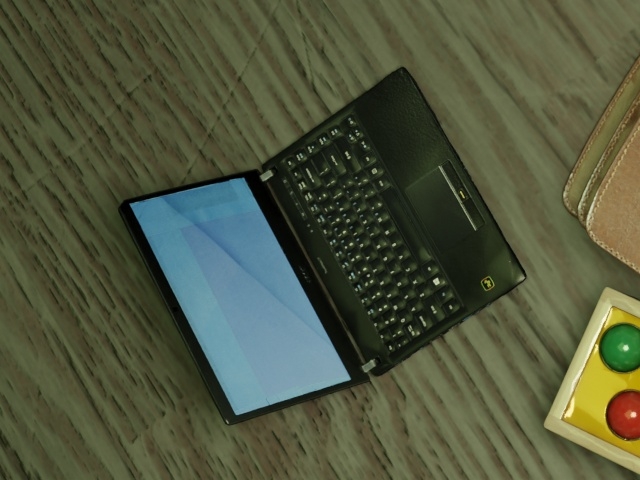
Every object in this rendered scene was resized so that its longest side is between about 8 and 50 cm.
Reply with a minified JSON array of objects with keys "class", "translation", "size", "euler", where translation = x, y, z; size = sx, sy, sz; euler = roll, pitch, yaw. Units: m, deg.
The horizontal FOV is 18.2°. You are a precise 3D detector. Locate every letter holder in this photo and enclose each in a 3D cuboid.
[{"class":"letter holder","translation":[0.325,-0.113,1.613],"size":[0.214,0.152,0.302],"euler":[38,99,26]}]

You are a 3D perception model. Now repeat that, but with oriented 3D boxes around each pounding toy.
[{"class":"pounding toy","translation":[0.293,0.163,1.615],"size":[0.206,0.094,0.181],"euler":[25,93,26]}]

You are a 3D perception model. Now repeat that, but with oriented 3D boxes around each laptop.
[{"class":"laptop","translation":[0.000,0.000,1.752],"size":[0.264,0.136,0.234],"euler":[-34,70,17]}]
